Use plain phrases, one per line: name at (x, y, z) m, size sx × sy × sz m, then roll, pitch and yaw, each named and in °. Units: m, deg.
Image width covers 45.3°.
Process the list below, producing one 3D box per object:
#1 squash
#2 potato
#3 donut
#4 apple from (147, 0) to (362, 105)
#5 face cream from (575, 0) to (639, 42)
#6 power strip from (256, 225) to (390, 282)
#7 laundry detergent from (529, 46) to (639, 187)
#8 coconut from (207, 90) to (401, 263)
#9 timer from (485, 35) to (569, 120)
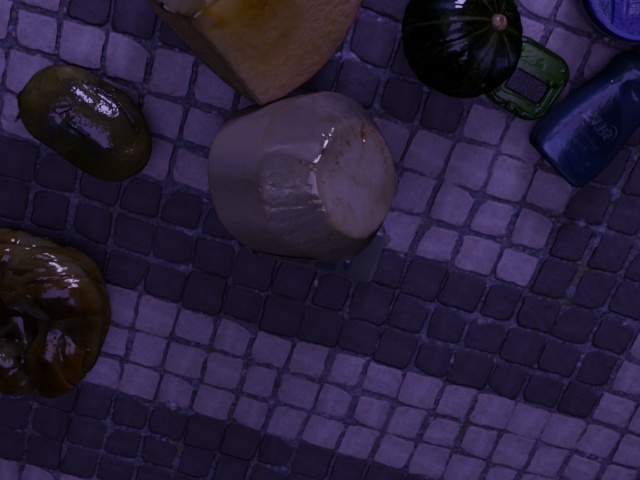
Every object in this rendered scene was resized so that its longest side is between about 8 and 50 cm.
squash at (0.237, -0.343, 1.281) m, size 0.172 × 0.218 × 0.218 m, roll -20°, pitch 115°, yaw 47°
potato at (-0.415, -0.209, 1.373) m, size 0.248 × 0.143 × 0.169 m, roll 40°, pitch 118°, yaw -14°
donut at (-0.580, 0.145, 1.509) m, size 0.360 × 0.170 × 0.360 m, roll 1°, pitch 114°, yaw 1°
apple at (-0.092, -0.417, 1.228) m, size 0.314 × 0.252 × 0.309 m, roll 43°, pitch 83°, yaw 1°
face cream at (0.529, -0.432, 1.269) m, size 0.206 × 0.111 × 0.206 m, roll 2°, pitch 106°, yaw 6°
power strip at (0.000, 0.000, 1.501) m, size 0.270 × 0.046 × 0.118 m, roll 15°, pitch 111°, yaw -5°
laundry detergent at (0.519, -0.236, 1.365) m, size 0.143 × 0.094 × 0.290 m, roll 40°, pitch 108°, yaw -12°
coconut at (-0.038, -0.108, 1.322) m, size 0.323 × 0.323 × 0.323 m, roll 0°, pitch 112°, yaw 1°
timer at (0.367, -0.289, 1.373) m, size 0.140 × 0.047 × 0.128 m, roll 28°, pitch 111°, yaw -10°
